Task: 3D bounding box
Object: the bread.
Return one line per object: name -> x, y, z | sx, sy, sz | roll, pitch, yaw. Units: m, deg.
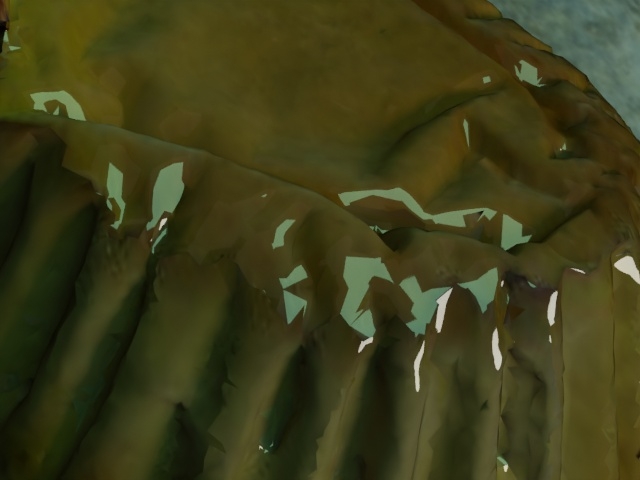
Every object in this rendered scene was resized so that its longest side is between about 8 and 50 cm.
bread -> 0.000, 0.000, 0.591 | 0.274, 0.149, 0.274 | 11, 47, -13
